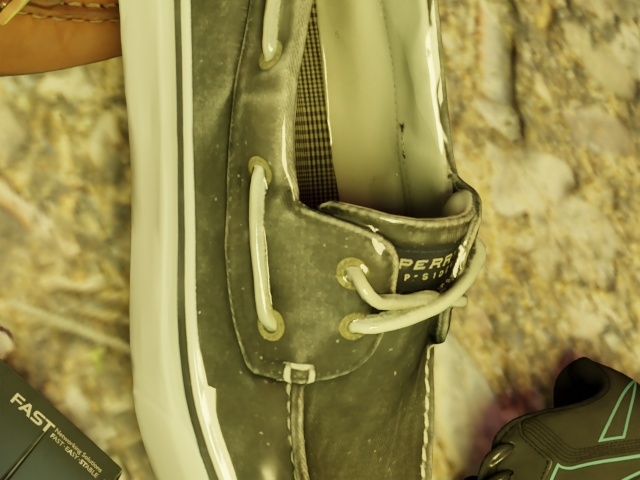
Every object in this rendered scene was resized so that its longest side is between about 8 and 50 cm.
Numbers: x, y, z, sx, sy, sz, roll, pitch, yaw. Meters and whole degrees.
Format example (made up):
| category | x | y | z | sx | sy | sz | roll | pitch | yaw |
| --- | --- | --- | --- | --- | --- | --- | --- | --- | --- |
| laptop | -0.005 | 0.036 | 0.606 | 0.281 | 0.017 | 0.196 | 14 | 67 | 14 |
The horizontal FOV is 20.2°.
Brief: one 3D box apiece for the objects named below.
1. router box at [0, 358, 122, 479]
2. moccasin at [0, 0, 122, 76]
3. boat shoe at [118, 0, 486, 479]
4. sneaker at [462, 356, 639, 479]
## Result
| category | x | y | z | sx | sy | sz | roll | pitch | yaw |
| --- | --- | --- | --- | --- | --- | --- | --- | --- | --- |
| router box | -0.146 | 0.080 | 0.648 | 0.122 | 0.038 | 0.092 | 43 | 50 | -7 |
| moccasin | -0.177 | -0.159 | 0.681 | 0.380 | 0.147 | 0.139 | 13 | 59 | -31 |
| boat shoe | 0.000 | 0.000 | 0.679 | 0.121 | 0.119 | 0.335 | -15 | 96 | -46 |
| sneaker | 0.088 | 0.141 | 0.746 | 0.106 | 0.101 | 0.267 | 45 | 41 | 8 |
